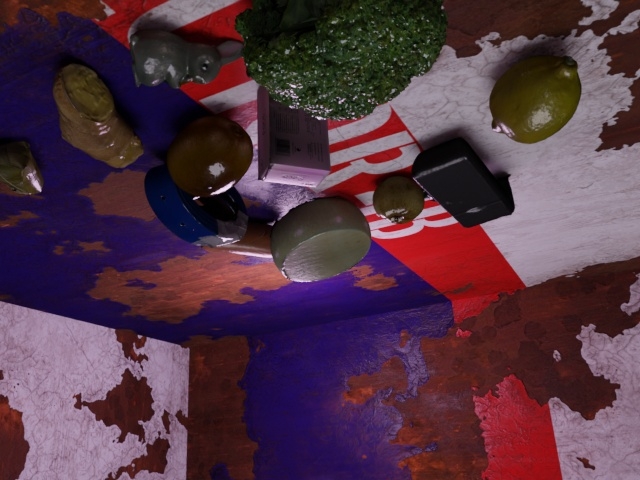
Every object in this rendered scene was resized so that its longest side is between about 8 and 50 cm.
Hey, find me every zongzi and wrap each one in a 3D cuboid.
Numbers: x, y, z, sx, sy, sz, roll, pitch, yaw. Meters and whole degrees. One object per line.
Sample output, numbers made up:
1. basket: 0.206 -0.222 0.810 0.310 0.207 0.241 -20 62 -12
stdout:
1. zongzi: -0.870 -0.193 1.653 0.204 0.094 0.205 5 158 -9

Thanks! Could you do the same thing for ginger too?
1. ginger: -0.535 -0.283 1.439 0.190 0.126 0.354 8 155 1

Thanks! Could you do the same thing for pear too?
1. pear: 0.247 -0.124 1.924 0.167 0.137 0.167 2 160 1

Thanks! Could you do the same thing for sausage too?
1. sausage: -0.274 -0.009 2.163 0.304 0.121 0.121 8 156 -24

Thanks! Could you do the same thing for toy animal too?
1. toy animal: -0.275 -0.372 1.260 0.236 0.108 0.138 -1 158 -7

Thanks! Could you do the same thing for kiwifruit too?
1. kiwifruit: -0.276 -0.216 1.552 0.234 0.196 0.196 -28 148 34

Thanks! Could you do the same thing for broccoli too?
1. broccoli: 0.039 -0.367 1.078 0.321 0.310 0.413 18 -174 -30

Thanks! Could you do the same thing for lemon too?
1. lemon: 0.493 -0.325 1.392 0.184 0.184 0.248 8 150 -27

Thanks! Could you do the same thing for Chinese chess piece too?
1. Chinese chess piece: 0.000 0.000 2.085 0.349 0.146 0.349 -15 149 -9

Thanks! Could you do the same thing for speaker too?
1. speaker: 0.434 -0.191 1.816 0.180 0.184 0.388 -19 143 32

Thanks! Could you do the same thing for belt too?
1. belt: -0.352 -0.107 1.784 0.117 0.212 0.347 -15 151 24

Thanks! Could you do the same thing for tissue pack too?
1. tissue pack: -0.062 -0.254 1.401 0.148 0.246 0.092 5 157 -21

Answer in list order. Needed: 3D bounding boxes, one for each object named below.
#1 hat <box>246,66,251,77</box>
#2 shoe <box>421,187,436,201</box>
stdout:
1. hat: -0.124 -0.387 1.316 0.076 0.059 0.077 -10 170 -31
2. shoe: 0.364 -0.160 1.950 0.099 0.071 0.169 -11 161 25
